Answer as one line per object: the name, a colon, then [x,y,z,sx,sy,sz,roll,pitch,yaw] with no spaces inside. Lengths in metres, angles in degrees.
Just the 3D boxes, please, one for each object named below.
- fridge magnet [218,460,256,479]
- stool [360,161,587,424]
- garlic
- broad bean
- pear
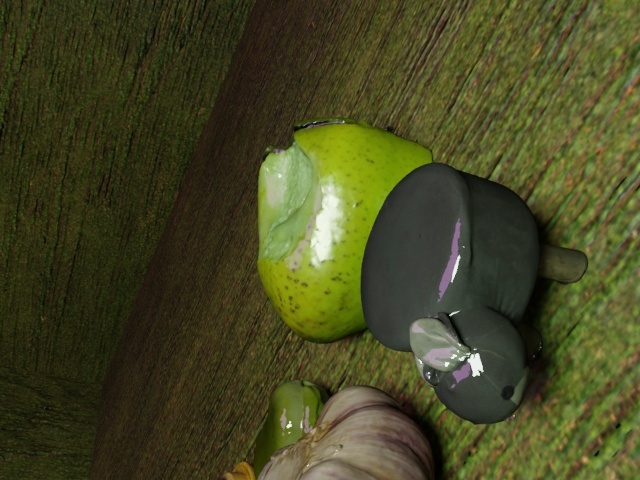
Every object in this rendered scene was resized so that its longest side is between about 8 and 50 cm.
fridge magnet: [-0.126,0.404,0.999,0.143,0.063,0.142,12,90,67]
stool: [0.121,0.045,0.556,0.153,0.139,0.227,-41,40,55]
garlic: [0.024,0.263,0.629,0.244,0.161,0.245,-56,7,11]
broad bean: [-0.035,0.262,0.873,0.124,0.082,0.174,-119,39,-61]
pear: [0.000,0.000,0.860,0.292,0.160,0.292,-43,40,52]
